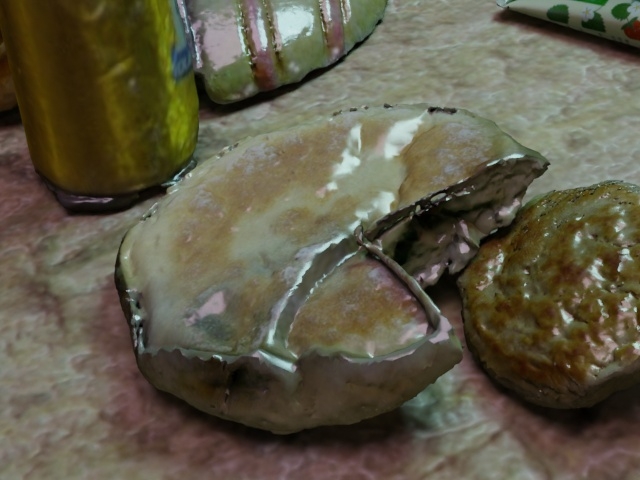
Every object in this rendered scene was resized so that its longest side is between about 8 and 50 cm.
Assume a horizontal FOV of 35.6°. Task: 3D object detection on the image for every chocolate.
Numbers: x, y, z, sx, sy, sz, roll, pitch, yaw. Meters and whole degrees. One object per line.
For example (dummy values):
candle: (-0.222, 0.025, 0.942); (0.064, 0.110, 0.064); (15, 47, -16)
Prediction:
chocolate: (-0.195, -0.239, 0.786); (0.162, 0.445, 0.162); (-2, 40, 1)

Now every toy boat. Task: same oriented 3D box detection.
toy boat: (-0.081, -0.248, 1.031); (0.294, 0.111, 0.276); (8, 49, 7)

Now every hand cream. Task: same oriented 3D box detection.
hand cream: (0.305, -0.219, 0.967); (0.095, 0.059, 0.276); (-36, 44, -30)

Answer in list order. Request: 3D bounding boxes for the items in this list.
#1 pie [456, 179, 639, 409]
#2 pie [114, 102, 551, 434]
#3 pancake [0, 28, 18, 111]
pie: (0.176, 0.035, 0.691); (0.163, 0.079, 0.193); (-19, 37, 12)
pie: (0.000, 0.000, 0.750); (0.338, 0.075, 0.337); (-13, 38, 11)
pancake: (-0.297, -0.265, 0.998); (0.266, 0.057, 0.244); (-27, 69, 14)
